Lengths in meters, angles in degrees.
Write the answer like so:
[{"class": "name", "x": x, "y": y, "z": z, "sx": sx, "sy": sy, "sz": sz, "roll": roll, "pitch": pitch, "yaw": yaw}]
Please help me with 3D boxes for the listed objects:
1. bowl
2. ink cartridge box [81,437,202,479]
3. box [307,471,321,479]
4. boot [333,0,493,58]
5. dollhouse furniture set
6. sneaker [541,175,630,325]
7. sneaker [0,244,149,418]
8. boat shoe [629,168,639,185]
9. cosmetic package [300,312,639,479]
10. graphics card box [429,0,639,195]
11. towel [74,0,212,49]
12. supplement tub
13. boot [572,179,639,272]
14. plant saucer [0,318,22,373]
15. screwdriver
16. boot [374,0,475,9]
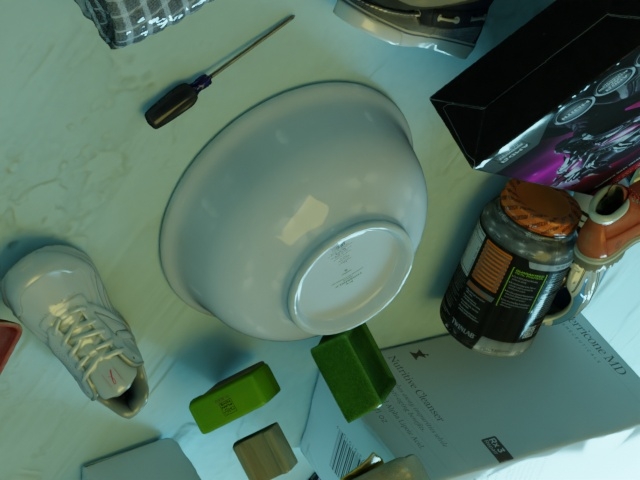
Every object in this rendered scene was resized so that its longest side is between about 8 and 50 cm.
[{"class": "bowl", "x": 0.000, "y": 0.000, "z": 1.654, "sx": 0.298, "sy": 0.134, "sz": 0.297, "roll": -23, "pitch": 140, "yaw": -21}, {"class": "ink cartridge box", "x": -0.180, "y": 0.386, "z": 1.835, "sx": 0.114, "sy": 0.197, "sz": 0.272, "roll": -16, "pitch": 136, "yaw": -28}, {"class": "box", "x": 0.024, "y": 0.321, "z": 2.029, "sx": 0.052, "sy": 0.083, "sz": 0.062, "roll": 22, "pitch": 112, "yaw": -49}, {"class": "boot", "x": 0.093, "y": -0.231, "z": 1.564, "sx": 0.190, "sy": 0.069, "sz": 0.086, "roll": 3, "pitch": 119, "yaw": -51}, {"class": "dollhouse furniture set", "x": 0.015, "y": 0.257, "z": 1.769, "sx": 0.198, "sy": 0.301, "sz": 0.151, "roll": -27, "pitch": -178, "yaw": 8}, {"class": "sneaker", "x": 0.302, "y": 0.009, "z": 1.942, "sx": 0.086, "sy": 0.085, "sz": 0.237, "roll": -30, "pitch": 146, "yaw": -44}, {"class": "sneaker", "x": -0.219, "y": 0.092, "z": 1.578, "sx": 0.090, "sy": 0.115, "sz": 0.232, "roll": -38, "pitch": 142, "yaw": -2}, {"class": "boat shoe", "x": 0.400, "y": -0.107, "z": 1.949, "sx": 0.049, "sy": 0.042, "sz": 0.133, "roll": 24, "pitch": 112, "yaw": -22}, {"class": "cosmetic package", "x": 0.198, "y": 0.229, "z": 1.978, "sx": 0.385, "sy": 0.217, "sz": 0.156, "roll": -13, "pitch": 136, "yaw": -31}, {"class": "graphics card box", "x": 0.289, "y": -0.153, "z": 1.654, "sx": 0.233, "sy": 0.094, "sz": 0.371, "roll": -36, "pitch": 161, "yaw": 21}, {"class": "towel", "x": -0.115, "y": -0.307, "z": 1.266, "sx": 0.235, "sy": 0.121, "sz": 0.283, "roll": -32, "pitch": 141, "yaw": -11}, {"class": "supplement tub", "x": 0.218, "y": 0.029, "z": 1.872, "sx": 0.117, "sy": 0.117, "sz": 0.190, "roll": -5, "pitch": 131, "yaw": -36}, {"class": "boot", "x": 0.339, "y": -0.037, "z": 1.816, "sx": 0.158, "sy": 0.059, "sz": 0.084, "roll": -39, "pitch": 145, "yaw": -36}, {"class": "plant saucer", "x": -0.438, "y": 0.154, "z": 1.518, "sx": 0.259, "sy": 0.047, "sz": 0.258, "roll": 8, "pitch": 122, "yaw": -42}, {"class": "screwdriver", "x": -0.091, "y": -0.157, "z": 1.521, "sx": 0.170, "sy": 0.024, "sz": 0.025, "roll": -37, "pitch": 172, "yaw": -14}, {"class": "boot", "x": 0.201, "y": -0.374, "z": 1.453, "sx": 0.378, "sy": 0.138, "sz": 0.284, "roll": -17, "pitch": 137, "yaw": -19}]
